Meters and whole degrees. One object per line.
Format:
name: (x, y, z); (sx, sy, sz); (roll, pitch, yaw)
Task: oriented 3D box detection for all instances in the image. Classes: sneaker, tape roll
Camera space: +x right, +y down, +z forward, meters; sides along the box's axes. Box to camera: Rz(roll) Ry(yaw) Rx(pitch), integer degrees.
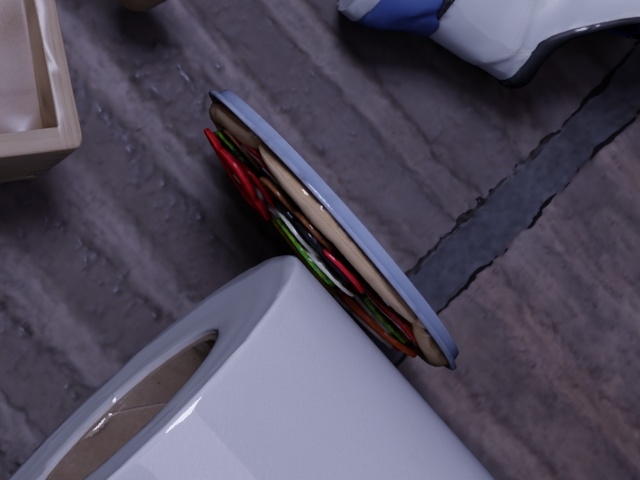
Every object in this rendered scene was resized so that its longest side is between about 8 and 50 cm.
sneaker: (0.161, -0.221, 1.026); (0.182, 0.127, 0.315); (34, 83, -17)
tape roll: (-0.048, 0.148, 0.855); (0.246, 0.246, 0.169); (-45, 100, -16)

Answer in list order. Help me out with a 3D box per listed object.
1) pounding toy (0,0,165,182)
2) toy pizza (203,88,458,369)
pounding toy: (-0.183, -0.125, 0.916); (0.206, 0.094, 0.181); (-9, 84, -28)
toy pizza: (0.000, 0.000, 0.909); (0.032, 0.201, 0.201); (-41, 99, -3)
